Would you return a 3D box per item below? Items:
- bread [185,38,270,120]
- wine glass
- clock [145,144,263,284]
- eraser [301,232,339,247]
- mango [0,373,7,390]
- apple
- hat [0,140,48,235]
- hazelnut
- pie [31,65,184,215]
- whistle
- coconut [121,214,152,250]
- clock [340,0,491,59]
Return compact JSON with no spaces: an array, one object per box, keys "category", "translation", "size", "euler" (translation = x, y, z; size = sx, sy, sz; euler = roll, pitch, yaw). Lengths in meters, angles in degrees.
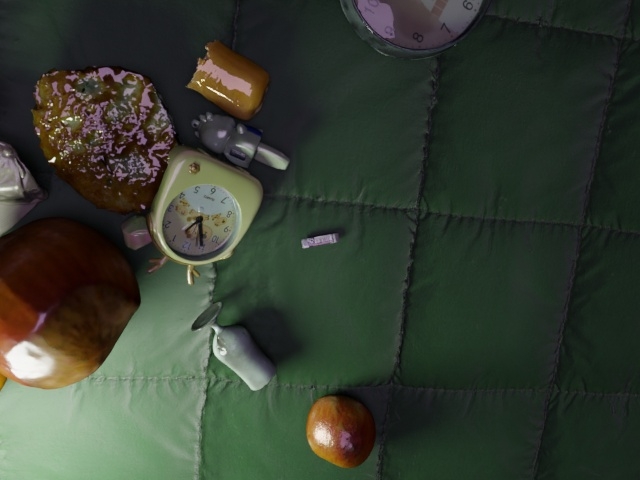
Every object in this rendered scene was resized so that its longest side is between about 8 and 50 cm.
[{"category":"bread","translation":[-0.205,-0.366,1.243],"size":[0.173,0.085,0.134],"euler":[27,96,-13]},{"category":"wine glass","translation":[-0.213,0.271,1.358],"size":[0.103,0.103,0.231],"euler":[-39,107,-1]},{"category":"clock","translation":[-0.291,-0.049,1.254],"size":[0.235,0.096,0.307],"euler":[23,97,-37]},{"category":"eraser","translation":[0.000,0.000,1.385],"size":[0.100,0.019,0.027],"euler":[-11,89,-8]},{"category":"mango","translation":[-0.818,0.309,1.238],"size":[0.176,0.139,0.254],"euler":[7,118,-26]},{"category":"apple","translation":[0.060,0.507,1.439],"size":[0.195,0.160,0.173],"euler":[25,74,-20]},{"category":"hat","translation":[-0.748,-0.111,1.179],"size":[0.214,0.149,0.244],"euler":[41,81,-14]},{"category":"hazelnut","translation":[-0.585,0.134,1.168],"size":[0.366,0.366,0.365],"euler":[-2,101,-10]},{"category":"pie","translation":[-0.473,-0.230,1.214],"size":[0.289,0.103,0.354],"euler":[-26,112,-5]},{"category":"whistle","translation":[-0.187,-0.231,1.267],"size":[0.245,0.092,0.110],"euler":[21,140,-10]},{"category":"coconut","translation":[-0.427,-0.024,1.277],"size":[0.083,0.082,0.081],"euler":[26,127,26]},{"category":"clock","translation":[0.231,-0.629,1.273],"size":[0.387,0.076,0.385],"euler":[-2,101,-10]}]
